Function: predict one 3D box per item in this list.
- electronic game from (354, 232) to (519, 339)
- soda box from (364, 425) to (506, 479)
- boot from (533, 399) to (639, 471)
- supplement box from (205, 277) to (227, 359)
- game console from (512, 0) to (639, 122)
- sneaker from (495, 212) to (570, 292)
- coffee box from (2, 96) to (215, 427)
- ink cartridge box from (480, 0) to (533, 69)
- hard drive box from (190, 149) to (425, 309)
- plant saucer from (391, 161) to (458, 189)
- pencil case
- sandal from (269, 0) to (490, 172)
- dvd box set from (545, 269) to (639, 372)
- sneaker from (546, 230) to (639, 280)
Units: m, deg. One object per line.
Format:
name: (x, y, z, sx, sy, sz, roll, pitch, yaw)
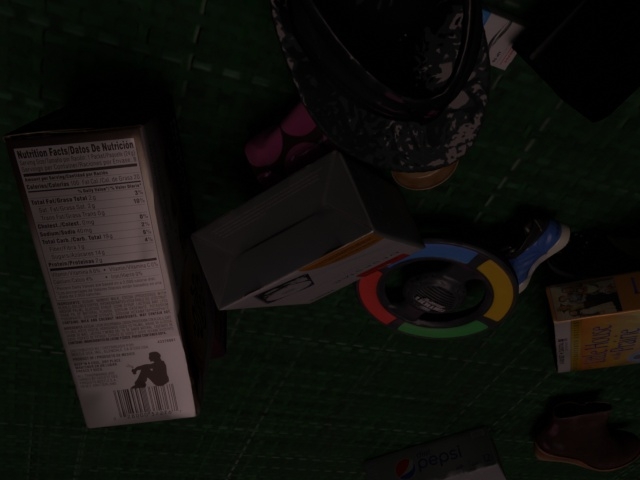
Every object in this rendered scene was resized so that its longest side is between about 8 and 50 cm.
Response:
electronic game: (0.162, 0.071, 0.821, 0.229, 0.048, 0.229, 7, 139, 6)
soda box: (0.247, 0.503, 1.261, 0.286, 0.091, 0.098, -22, 132, 13)
boot: (0.584, 0.407, 1.216, 0.248, 0.090, 0.207, -3, 137, -1)
supplement box: (-0.208, 0.089, 0.793, 0.104, 0.081, 0.188, -14, 135, 5)
game console: (0.223, -0.277, 0.506, 0.361, 0.044, 0.213, 30, 114, -28)
sneaker: (0.268, 0.021, 0.814, 0.084, 0.058, 0.152, 17, 133, -19)
coffee box: (-0.195, 0.015, 0.595, 0.118, 0.168, 0.297, -6, 111, -2)
ink cartridge box: (0.179, -0.209, 0.594, 0.083, 0.028, 0.048, 12, 131, -20)
hard drive box: (0.000, 0.000, 0.655, 0.181, 0.089, 0.232, -28, 167, 18)
plant saucer: (0.126, -0.098, 0.705, 0.083, 0.015, 0.083, -4, 135, -4)
pencil case: (0.016, -0.132, 0.606, 0.209, 0.098, 0.095, -33, 85, 23)
sandal: (0.031, -0.194, 0.407, 0.167, 0.107, 0.446, -22, 135, 7)
dvd box set: (0.553, 0.106, 0.836, 0.420, 0.062, 0.307, -12, 151, 17)
sneaker: (0.444, 0.034, 0.838, 0.237, 0.085, 0.086, -2, 142, -3)
